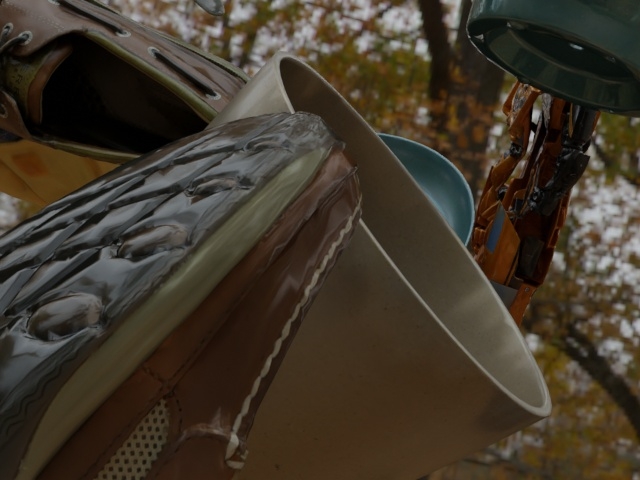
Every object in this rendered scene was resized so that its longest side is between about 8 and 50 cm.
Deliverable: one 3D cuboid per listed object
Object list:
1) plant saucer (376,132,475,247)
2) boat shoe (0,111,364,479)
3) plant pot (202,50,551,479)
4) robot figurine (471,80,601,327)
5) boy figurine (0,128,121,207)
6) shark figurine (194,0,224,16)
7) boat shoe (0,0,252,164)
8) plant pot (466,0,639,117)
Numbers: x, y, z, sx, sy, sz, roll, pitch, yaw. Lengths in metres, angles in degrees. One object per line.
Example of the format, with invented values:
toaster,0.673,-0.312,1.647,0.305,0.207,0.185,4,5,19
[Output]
plant saucer,0.000,0.000,1.200,0.318,0.317,0.043,6,-45,23
boat shoe,-0.093,0.092,0.363,0.123,0.324,0.120,4,-44,50
plant pot,-0.049,0.073,0.707,0.274,0.256,0.256,-38,-38,13
robot figurine,0.205,-0.048,1.191,0.085,0.290,0.211,16,19,-1
boy figurine,-0.247,-0.072,1.048,0.177,0.092,0.285,-8,-40,24
shark figurine,-0.034,-0.313,0.984,0.278,0.166,0.116,-30,-61,13
boat shoe,-0.185,-0.122,0.800,0.307,0.110,0.104,15,17,-1
plant pot,0.233,-0.219,0.938,0.293,0.196,0.293,24,-4,2
